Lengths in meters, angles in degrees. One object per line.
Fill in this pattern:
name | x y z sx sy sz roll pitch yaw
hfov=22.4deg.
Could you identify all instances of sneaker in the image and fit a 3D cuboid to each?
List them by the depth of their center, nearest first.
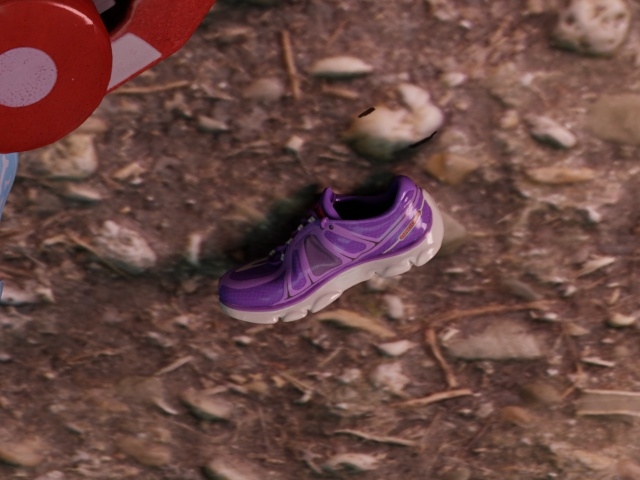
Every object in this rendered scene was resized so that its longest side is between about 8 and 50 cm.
sneaker | 0.000 0.000 1.129 0.170 0.068 0.071 -25 119 12

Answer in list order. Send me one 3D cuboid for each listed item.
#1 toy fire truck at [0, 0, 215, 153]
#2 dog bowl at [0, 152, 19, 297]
toy fire truck | -0.135 -0.207 0.819 0.254 0.169 0.302 -31 135 4
dog bowl | -0.299 0.008 1.103 0.166 0.074 0.297 8 137 -11
